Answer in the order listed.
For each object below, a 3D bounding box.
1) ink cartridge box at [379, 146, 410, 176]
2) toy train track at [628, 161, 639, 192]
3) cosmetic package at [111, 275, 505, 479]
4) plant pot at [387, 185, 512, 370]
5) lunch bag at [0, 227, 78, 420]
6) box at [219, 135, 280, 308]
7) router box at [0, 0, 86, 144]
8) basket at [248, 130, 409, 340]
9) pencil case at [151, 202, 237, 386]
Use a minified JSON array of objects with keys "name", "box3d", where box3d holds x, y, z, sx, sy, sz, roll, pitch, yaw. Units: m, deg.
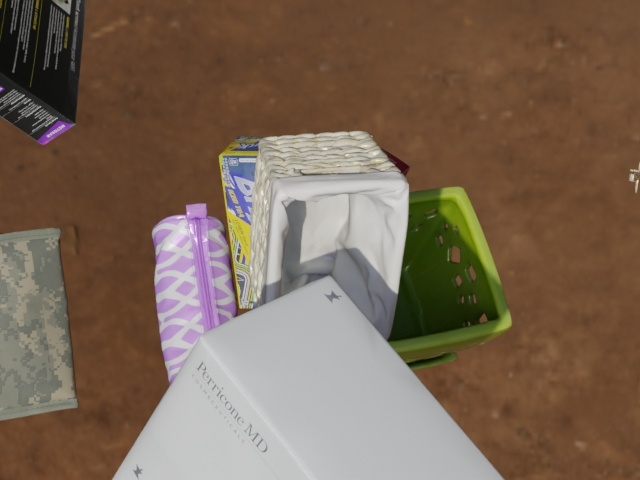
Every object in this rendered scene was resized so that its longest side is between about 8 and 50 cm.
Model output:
[{"name":"ink cartridge box","box3d":[0.050,-0.051,1.709,0.056,0.099,0.135,34,33,10]},{"name":"toy train track","box3d":[0.429,-0.089,1.799,0.014,0.048,0.083,11,9,20]},{"name":"cosmetic package","box3d":[-0.012,0.190,0.923,0.138,0.224,0.224,-23,65,-45]},{"name":"plant pot","box3d":[0.107,0.077,1.873,0.228,0.207,0.227,-9,69,-21]},{"name":"lunch bag","box3d":[-0.463,0.114,1.614,0.287,0.235,0.169,-6,0,-28]},{"name":"box","box3d":[-0.056,-0.017,1.302,0.059,0.169,0.054,2,25,16]},{"name":"router box","box3d":[-0.274,-0.191,1.167,0.046,0.133,0.179,-27,46,28]},{"name":"basket","box3d":[0.000,0.000,1.097,0.113,0.167,0.103,-5,33,-15]},{"name":"pencil case","box3d":[-0.125,0.074,1.353,0.086,0.088,0.206,-8,71,-12]}]
